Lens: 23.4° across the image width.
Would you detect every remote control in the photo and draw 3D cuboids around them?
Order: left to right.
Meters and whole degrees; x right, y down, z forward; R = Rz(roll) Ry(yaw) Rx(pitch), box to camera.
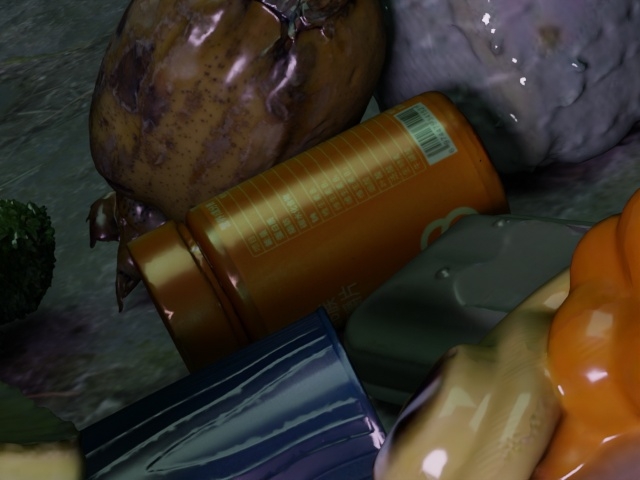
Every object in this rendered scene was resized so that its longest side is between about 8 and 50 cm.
[{"bbox_3d":[0.151,0.038,0.656,0.128,0.065,0.335,-41,28,-29],"label":"remote control"}]

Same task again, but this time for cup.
[{"bbox_3d":[-0.033,0.113,0.608,0.138,0.113,0.150,-26,22,-1],"label":"cup"}]

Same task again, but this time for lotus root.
[{"bbox_3d":[-0.062,-0.073,0.923,0.278,0.154,0.154,-58,-3,40],"label":"lotus root"}]

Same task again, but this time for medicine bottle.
[{"bbox_3d":[0.000,0.000,0.837,0.192,0.096,0.096,-27,24,-9],"label":"medicine bottle"}]

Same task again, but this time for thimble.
[{"bbox_3d":[0.117,-0.154,0.962,0.205,0.171,0.250,-15,23,14],"label":"thimble"}]

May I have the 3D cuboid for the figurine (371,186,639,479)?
[{"bbox_3d":[0.055,0.100,0.419,0.382,0.224,0.205,-19,10,15],"label":"figurine"}]

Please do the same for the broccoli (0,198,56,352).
[{"bbox_3d":[-0.296,0.018,0.934,0.269,0.241,0.261,-2,-7,-24],"label":"broccoli"}]

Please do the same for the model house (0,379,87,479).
[{"bbox_3d":[-0.186,0.157,0.553,0.170,0.211,0.194,-2,7,-28],"label":"model house"}]
